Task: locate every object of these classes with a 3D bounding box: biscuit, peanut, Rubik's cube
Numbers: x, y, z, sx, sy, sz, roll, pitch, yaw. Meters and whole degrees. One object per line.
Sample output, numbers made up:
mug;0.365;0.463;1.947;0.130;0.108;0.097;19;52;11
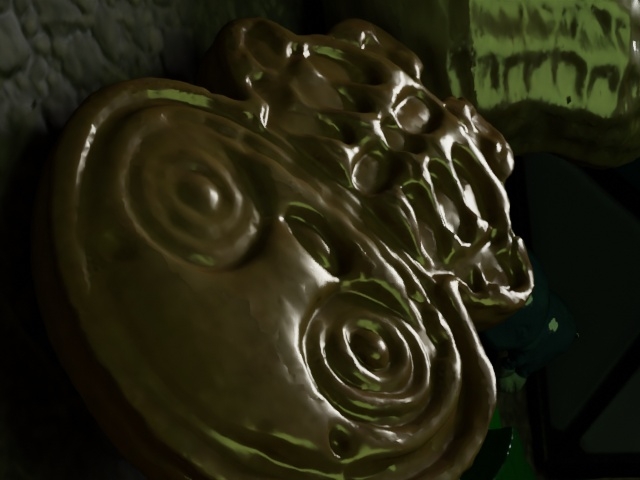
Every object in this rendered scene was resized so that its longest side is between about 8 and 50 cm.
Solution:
biscuit;0.001;0.000;0.725;0.202;0.044;0.288;44;40;1
peanut;0.103;-0.125;0.930;0.233;0.110;0.196;4;71;-26
Rubik's cube;0.272;0.009;1.100;0.250;0.248;0.246;-3;86;-60

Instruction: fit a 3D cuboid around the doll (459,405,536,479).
doll;0.045;0.117;0.812;0.186;0.106;0.134;67;28;-25

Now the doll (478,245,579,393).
doll;0.107;0.033;1.003;0.083;0.050;0.076;46;41;-44
